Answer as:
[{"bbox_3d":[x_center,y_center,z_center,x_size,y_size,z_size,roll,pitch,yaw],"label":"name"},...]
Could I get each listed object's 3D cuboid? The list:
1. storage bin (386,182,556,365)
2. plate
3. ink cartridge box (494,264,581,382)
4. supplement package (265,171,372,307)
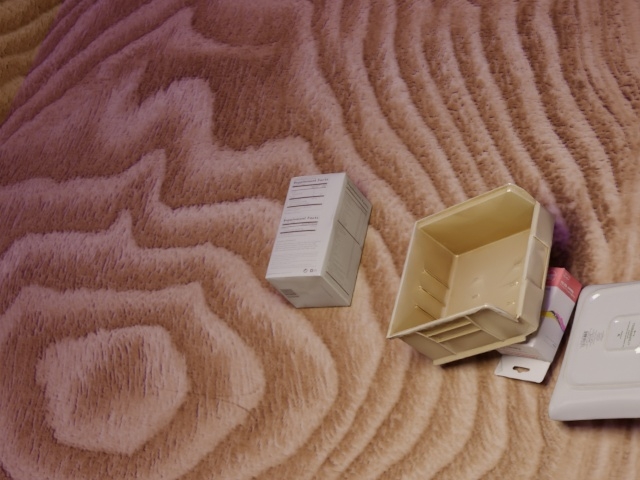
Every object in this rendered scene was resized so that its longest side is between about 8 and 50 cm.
[{"bbox_3d":[0.275,0.064,1.932,0.260,0.123,0.262,-24,39,45],"label":"storage bin"},{"bbox_3d":[0.512,0.164,1.768,0.278,0.045,0.277,-12,45,45],"label":"plate"},{"bbox_3d":[0.370,0.145,1.910,0.115,0.067,0.198,3,62,50],"label":"ink cartridge box"},{"bbox_3d":[0.000,0.000,2.213,0.134,0.139,0.244,-4,57,30],"label":"supplement package"}]
